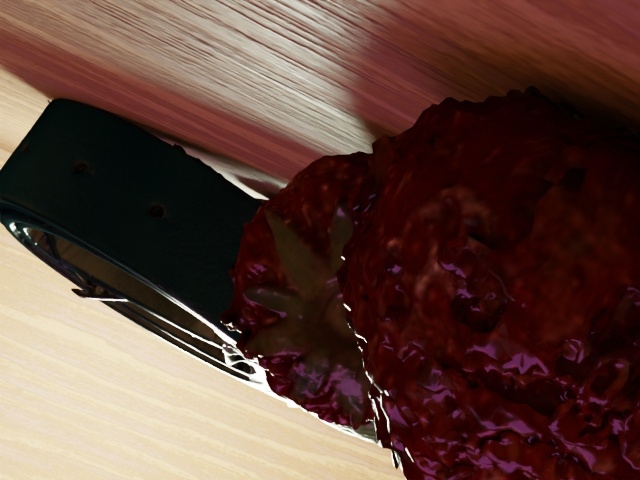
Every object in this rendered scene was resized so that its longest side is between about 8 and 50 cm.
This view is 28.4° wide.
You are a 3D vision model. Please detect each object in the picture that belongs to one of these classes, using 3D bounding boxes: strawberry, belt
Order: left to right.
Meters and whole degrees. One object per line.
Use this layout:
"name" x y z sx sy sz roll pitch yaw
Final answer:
"belt" -0.168 0.015 1.428 0.436 0.173 0.300 27 165 7
"strawberry" 0.049 0.027 0.919 0.205 0.205 0.244 22 -165 8
"strawberry" 0.124 0.062 0.617 0.274 0.220 0.274 23 179 0

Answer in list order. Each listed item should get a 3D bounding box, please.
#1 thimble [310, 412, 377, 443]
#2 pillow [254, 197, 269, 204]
"thimble" 0.077 0.099 1.247 0.150 0.219 0.219 25 175 -24
"pillow" 0.000 0.000 1.544 0.232 0.043 0.126 26 171 -30
